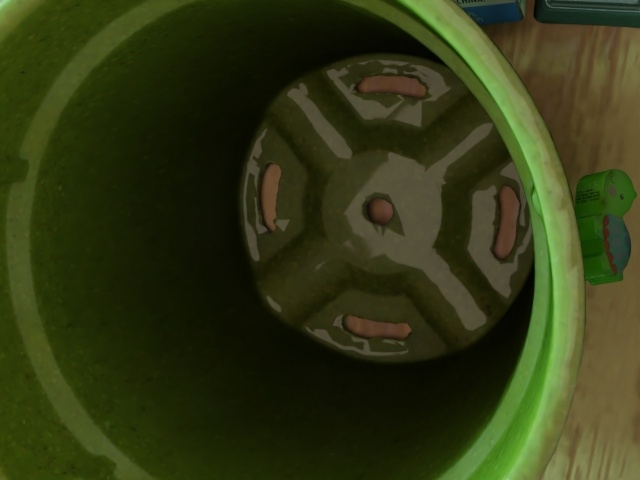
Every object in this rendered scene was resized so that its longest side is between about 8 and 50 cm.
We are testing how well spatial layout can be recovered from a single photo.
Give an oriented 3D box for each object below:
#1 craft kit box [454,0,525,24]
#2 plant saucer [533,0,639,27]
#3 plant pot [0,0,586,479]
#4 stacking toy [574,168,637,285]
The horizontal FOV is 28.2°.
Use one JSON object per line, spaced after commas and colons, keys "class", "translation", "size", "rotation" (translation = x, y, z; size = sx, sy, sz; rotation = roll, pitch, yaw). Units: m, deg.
{"class": "craft kit box", "translation": [-0.046, -0.184, 0.596], "size": [0.250, 0.246, 0.060], "rotation": [-2, 64, 18]}
{"class": "plant saucer", "translation": [0.147, -0.205, 0.641], "size": [0.067, 0.018, 0.192], "rotation": [6, 101, 17]}
{"class": "plant pot", "translation": [0.000, 0.000, 0.594], "size": [0.276, 0.254, 0.276], "rotation": [3, 99, 18]}
{"class": "stacking toy", "translation": [0.190, 0.060, 0.498], "size": [0.167, 0.052, 0.221], "rotation": [-16, 84, 51]}
